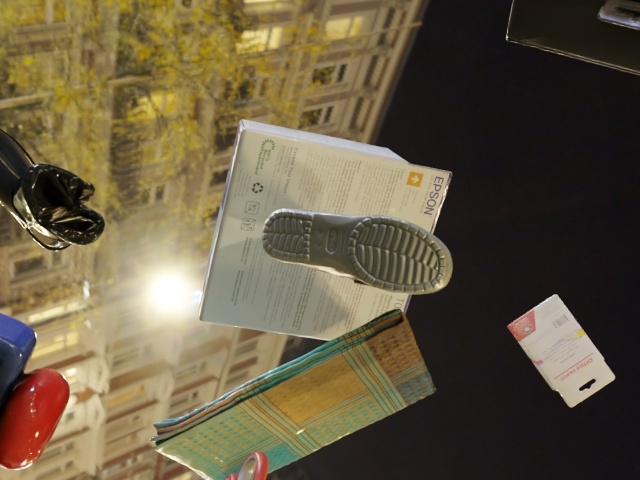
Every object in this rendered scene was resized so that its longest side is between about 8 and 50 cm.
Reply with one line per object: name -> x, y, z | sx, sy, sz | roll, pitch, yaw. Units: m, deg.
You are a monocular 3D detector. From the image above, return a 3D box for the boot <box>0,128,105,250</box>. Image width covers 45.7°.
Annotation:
boot -> -0.418, -0.088, 1.081 | 0.246, 0.094, 0.207 | 52, -26, -15

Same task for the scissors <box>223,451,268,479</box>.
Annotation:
scissors -> -0.086, 0.343, 0.797 | 0.109, 0.021, 0.297 | -50, -159, 19

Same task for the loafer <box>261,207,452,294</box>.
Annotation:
loafer -> 0.051, 0.009, 0.997 | 0.251, 0.087, 0.095 | 15, -91, 15

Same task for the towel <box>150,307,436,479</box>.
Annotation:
towel -> -0.023, 0.239, 1.089 | 0.040, 0.370, 0.271 | 64, 1, 35

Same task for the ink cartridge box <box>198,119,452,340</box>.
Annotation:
ink cartridge box -> 0.000, 0.000, 1.193 | 0.071, 0.329, 0.324 | -113, -144, -63

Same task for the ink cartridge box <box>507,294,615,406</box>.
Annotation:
ink cartridge box -> 0.482, 0.222, 1.528 | 0.198, 0.115, 0.067 | 57, 3, 12

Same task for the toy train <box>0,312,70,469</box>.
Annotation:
toy train -> -0.194, 0.147, 0.278 | 0.248, 0.105, 0.143 | -62, -170, 14

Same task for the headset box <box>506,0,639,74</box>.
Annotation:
headset box -> 0.357, -0.254, 0.753 | 0.246, 0.283, 0.131 | 25, -54, 30
